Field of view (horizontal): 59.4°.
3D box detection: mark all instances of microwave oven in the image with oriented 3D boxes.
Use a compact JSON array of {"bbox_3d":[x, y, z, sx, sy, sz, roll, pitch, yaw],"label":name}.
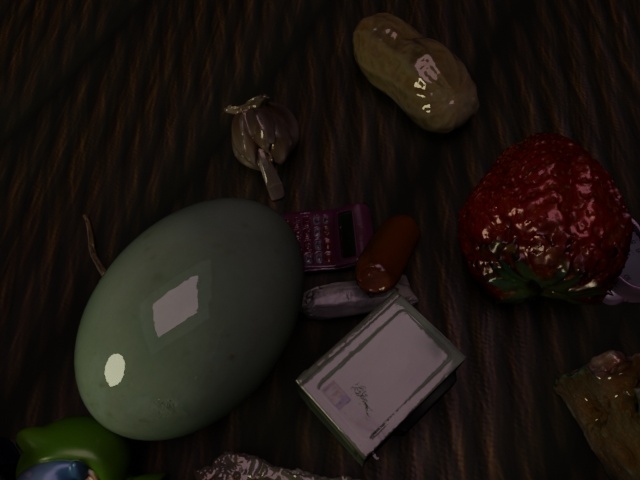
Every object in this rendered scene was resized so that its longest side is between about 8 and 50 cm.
[{"bbox_3d":[0.087,0.207,0.836,0.205,0.129,0.163,-38,69,-16],"label":"microwave oven"}]

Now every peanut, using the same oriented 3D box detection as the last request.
[{"bbox_3d":[0.180,-0.340,1.112,0.152,0.152,0.313,-33,63,-13],"label":"peanut"}]

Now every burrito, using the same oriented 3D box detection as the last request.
[{"bbox_3d":[0.062,0.095,0.936,0.203,0.064,0.064,-8,62,-4],"label":"burrito"}]

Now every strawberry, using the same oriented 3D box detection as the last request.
[{"bbox_3d":[0.352,-0.045,0.890,0.250,0.238,0.288,10,67,6],"label":"strawberry"}]

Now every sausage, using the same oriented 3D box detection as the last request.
[{"bbox_3d":[0.114,0.017,0.934,0.076,0.076,0.197,21,37,13],"label":"sausage"}]

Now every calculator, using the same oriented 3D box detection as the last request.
[{"bbox_3d":[0.000,0.000,1.004,0.191,0.034,0.126,-7,63,6],"label":"calculator"}]

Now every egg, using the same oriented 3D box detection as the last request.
[{"bbox_3d":[-0.179,0.104,0.820,0.276,0.276,0.389,31,66,18],"label":"egg"}]

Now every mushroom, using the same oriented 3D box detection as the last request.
[{"bbox_3d":[-0.386,0.064,0.999,0.026,0.028,0.286,-41,58,30],"label":"mushroom"}]

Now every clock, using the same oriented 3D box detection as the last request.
[{"bbox_3d":[0.503,0.032,0.949,0.110,0.050,0.152,-17,63,-5],"label":"clock"}]

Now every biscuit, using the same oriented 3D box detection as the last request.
[{"bbox_3d":[-0.052,0.391,0.796,0.290,0.038,0.141,8,64,9],"label":"biscuit"}]

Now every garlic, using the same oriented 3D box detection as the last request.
[{"bbox_3d":[-0.097,-0.175,1.066,0.131,0.127,0.194,-23,89,11],"label":"garlic"}]

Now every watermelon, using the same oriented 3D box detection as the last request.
[{"bbox_3d":[0.466,0.263,0.715,0.151,0.264,0.302,-15,59,-6],"label":"watermelon"}]

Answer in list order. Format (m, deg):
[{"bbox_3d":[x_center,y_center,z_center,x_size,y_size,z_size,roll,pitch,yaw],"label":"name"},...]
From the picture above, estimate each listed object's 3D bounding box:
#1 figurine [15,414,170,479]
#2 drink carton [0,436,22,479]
[{"bbox_3d":[-0.295,0.337,0.776,0.263,0.162,0.143,22,55,3],"label":"figurine"},{"bbox_3d":[-0.478,0.332,0.746,0.102,0.222,0.134,-35,66,-15],"label":"drink carton"}]
